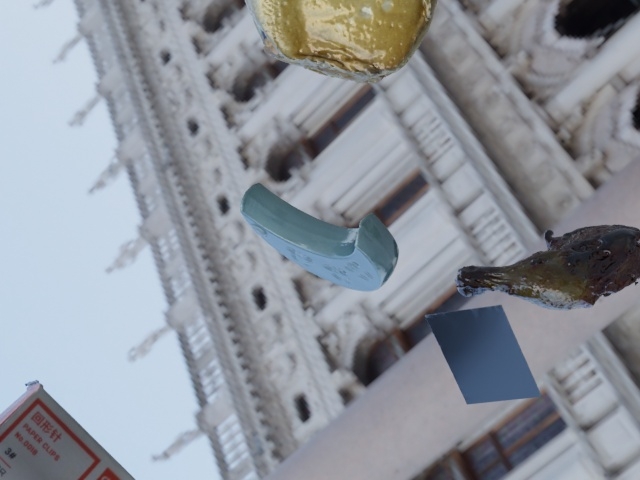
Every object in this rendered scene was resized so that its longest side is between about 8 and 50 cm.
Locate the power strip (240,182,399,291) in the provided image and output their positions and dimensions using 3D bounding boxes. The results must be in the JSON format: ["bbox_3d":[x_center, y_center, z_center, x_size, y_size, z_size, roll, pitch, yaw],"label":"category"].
[{"bbox_3d":[0.000,0.000,1.509,0.253,0.054,0.167,15,154,41],"label":"power strip"}]

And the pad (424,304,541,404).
[{"bbox_3d":[0.251,0.178,1.748,0.190,0.127,0.004,63,-146,-27],"label":"pad"}]

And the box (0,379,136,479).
[{"bbox_3d":[-0.321,0.273,1.332,0.182,0.099,0.133,49,-116,-10],"label":"box"}]

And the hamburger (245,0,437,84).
[{"bbox_3d":[0.021,-0.268,1.178,0.214,0.214,0.108,46,-173,-5],"label":"hamburger"}]

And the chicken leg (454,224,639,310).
[{"bbox_3d":[0.379,0.038,1.809,0.177,0.322,0.083,36,142,49],"label":"chicken leg"}]
